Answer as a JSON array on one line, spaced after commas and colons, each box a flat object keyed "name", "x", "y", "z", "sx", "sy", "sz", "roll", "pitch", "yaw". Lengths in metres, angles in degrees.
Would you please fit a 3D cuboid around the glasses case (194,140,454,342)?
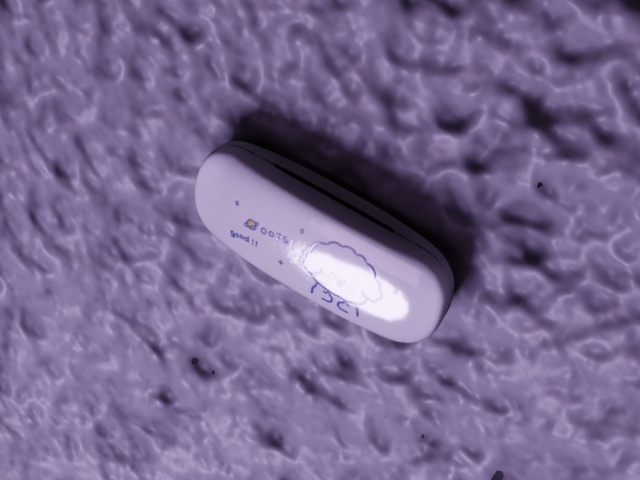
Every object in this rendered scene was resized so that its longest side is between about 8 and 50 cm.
[{"name": "glasses case", "x": 0.000, "y": 0.000, "z": 0.908, "sx": 0.197, "sy": 0.049, "sz": 0.076, "roll": 31, "pitch": 129, "yaw": 16}]
